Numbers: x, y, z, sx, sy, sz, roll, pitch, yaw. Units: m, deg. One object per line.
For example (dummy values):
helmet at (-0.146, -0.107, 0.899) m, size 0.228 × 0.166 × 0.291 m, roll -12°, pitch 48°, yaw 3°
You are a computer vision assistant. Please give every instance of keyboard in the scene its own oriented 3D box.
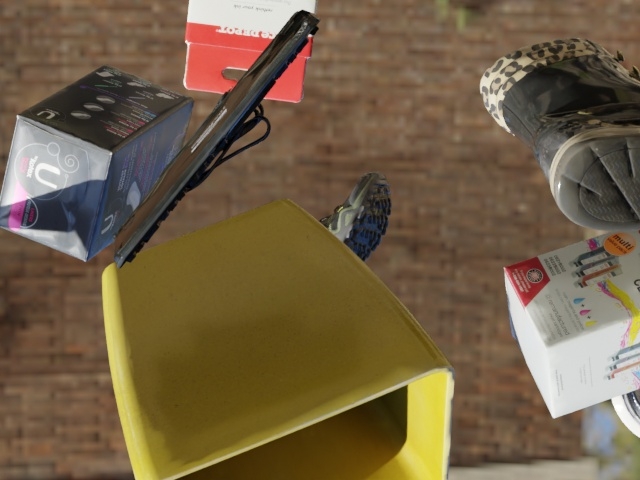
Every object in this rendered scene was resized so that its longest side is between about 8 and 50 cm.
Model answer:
keyboard at (-0.056, -0.059, 1.126) m, size 0.038 × 0.192 × 0.100 m, roll 39°, pitch -173°, yaw -12°

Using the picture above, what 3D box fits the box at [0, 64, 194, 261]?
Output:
box at (-0.296, -0.108, 2.423) m, size 0.143 × 0.165 × 0.270 m, roll 21°, pitch -156°, yaw 11°

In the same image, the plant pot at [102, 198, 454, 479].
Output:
plant pot at (-0.045, 0.101, 1.262) m, size 0.212 × 0.212 × 0.187 m, roll -21°, pitch -122°, yaw -11°

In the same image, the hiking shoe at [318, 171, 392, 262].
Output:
hiking shoe at (0.000, 0.000, 2.310) m, size 0.114 × 0.227 × 0.086 m, roll 25°, pitch 167°, yaw 31°

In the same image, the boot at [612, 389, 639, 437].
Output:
boot at (0.416, 0.195, 2.064) m, size 0.190 × 0.069 × 0.086 m, roll 29°, pitch 137°, yaw -35°

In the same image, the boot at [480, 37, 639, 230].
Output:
boot at (0.370, -0.111, 1.934) m, size 0.377 × 0.138 × 0.284 m, roll -3°, pitch -154°, yaw -18°

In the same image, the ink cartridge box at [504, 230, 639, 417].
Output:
ink cartridge box at (0.304, 0.082, 1.961) m, size 0.176 × 0.127 × 0.128 m, roll -19°, pitch -133°, yaw -5°

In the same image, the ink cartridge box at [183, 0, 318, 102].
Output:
ink cartridge box at (-0.067, -0.270, 1.916) m, size 0.134 × 0.231 × 0.078 m, roll 7°, pitch -164°, yaw -3°
